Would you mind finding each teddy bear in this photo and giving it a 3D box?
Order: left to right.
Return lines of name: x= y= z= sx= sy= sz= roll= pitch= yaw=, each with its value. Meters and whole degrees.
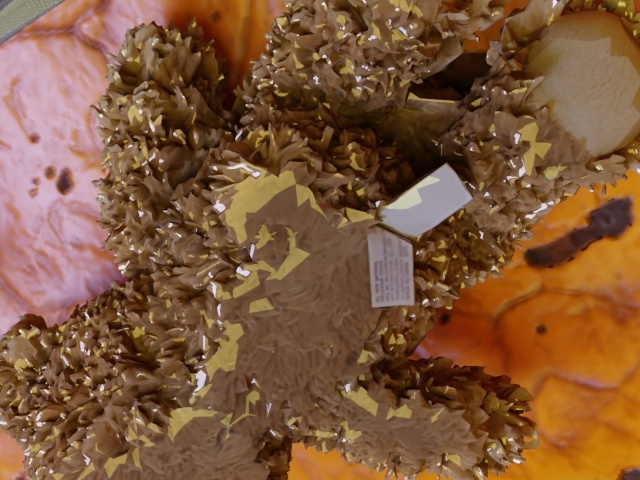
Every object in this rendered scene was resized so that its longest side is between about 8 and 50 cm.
teddy bear: x=0.000 y=0.000 z=0.598 sx=0.245 sy=0.113 sz=0.338 roll=19 pitch=108 yaw=-8

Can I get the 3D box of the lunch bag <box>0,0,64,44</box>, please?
lunch bag: x=-0.100 y=-0.218 z=0.429 sx=0.287 sy=0.169 sz=0.235 roll=-32 pitch=80 yaw=0
